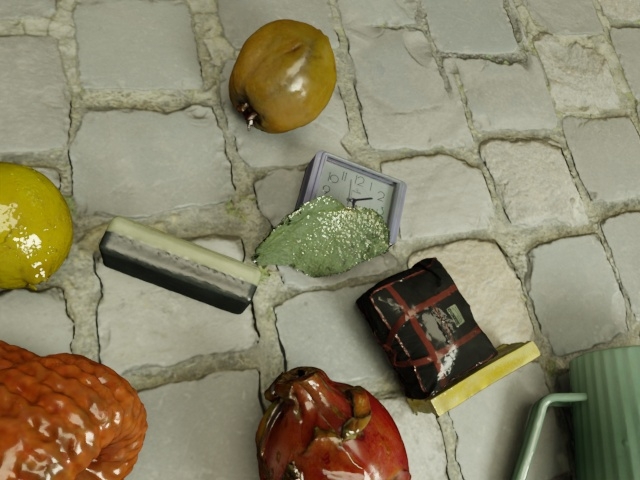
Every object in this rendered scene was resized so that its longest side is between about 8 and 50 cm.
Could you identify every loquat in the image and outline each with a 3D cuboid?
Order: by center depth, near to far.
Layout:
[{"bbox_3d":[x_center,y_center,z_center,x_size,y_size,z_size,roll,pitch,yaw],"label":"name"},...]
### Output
[{"bbox_3d":[-0.073,-0.300,0.977,0.187,0.176,0.234,27,81,36],"label":"loquat"}]

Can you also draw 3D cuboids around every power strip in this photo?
[{"bbox_3d":[-0.228,0.040,0.843,0.256,0.105,0.070,21,65,-11],"label":"power strip"}]

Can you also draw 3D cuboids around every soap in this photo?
[{"bbox_3d":[0.281,0.248,0.955,0.252,0.092,0.037,-21,84,-24],"label":"soap"}]

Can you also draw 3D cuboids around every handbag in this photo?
[{"bbox_3d":[0.179,0.154,0.917,0.169,0.155,0.215,-28,81,-18],"label":"handbag"}]

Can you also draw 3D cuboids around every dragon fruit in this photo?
[{"bbox_3d":[0.018,0.333,0.762,0.250,0.250,0.315,-26,80,-25],"label":"dragon fruit"}]

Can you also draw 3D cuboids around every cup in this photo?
[{"bbox_3d":[0.556,0.394,0.891,0.400,0.310,0.392,11,64,-17],"label":"cup"}]

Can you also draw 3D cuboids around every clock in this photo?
[{"bbox_3d":[0.058,-0.072,0.998,0.193,0.073,0.145,19,68,-12],"label":"clock"}]

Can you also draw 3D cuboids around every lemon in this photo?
[{"bbox_3d":[-0.447,-0.018,0.750,0.173,0.173,0.206,-28,75,-25],"label":"lemon"}]

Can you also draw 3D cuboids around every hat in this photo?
[{"bbox_3d":[-0.441,0.233,0.675,0.400,0.285,0.285,27,62,21],"label":"hat"}]

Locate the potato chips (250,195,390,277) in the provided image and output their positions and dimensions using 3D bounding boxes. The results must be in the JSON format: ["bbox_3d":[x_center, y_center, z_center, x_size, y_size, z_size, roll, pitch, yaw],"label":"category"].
[{"bbox_3d":[0.003,0.003,0.913,0.228,0.167,0.059,9,27,-17],"label":"potato chips"}]
